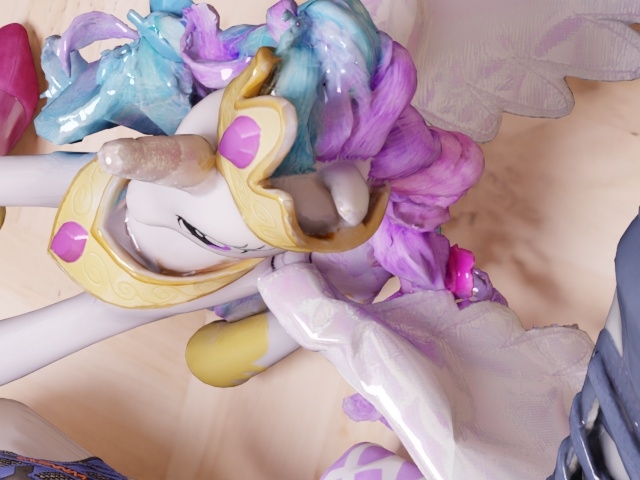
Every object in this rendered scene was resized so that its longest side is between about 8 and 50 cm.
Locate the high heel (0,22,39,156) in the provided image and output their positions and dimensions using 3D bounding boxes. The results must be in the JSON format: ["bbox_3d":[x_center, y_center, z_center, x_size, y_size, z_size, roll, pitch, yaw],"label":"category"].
[{"bbox_3d":[-0.279,-0.058,0.921,0.244,0.082,0.117,-34,39,45],"label":"high heel"}]

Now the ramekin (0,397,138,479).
[{"bbox_3d":[-0.223,0.206,0.737,0.273,0.273,0.127,-31,108,32],"label":"ramekin"}]

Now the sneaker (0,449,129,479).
[{"bbox_3d":[-0.095,0.147,0.641,0.083,0.221,0.087,-52,40,8],"label":"sneaker"}]

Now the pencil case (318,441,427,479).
[{"bbox_3d":[0.082,0.180,0.650,0.206,0.088,0.086,30,70,31],"label":"pencil case"}]

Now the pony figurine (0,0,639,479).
[{"bbox_3d":[0.000,0.000,0.581,0.363,0.351,0.302,-20,75,53],"label":"pony figurine"}]

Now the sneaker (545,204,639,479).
[{"bbox_3d":[0.108,0.112,0.440,0.131,0.319,0.112,-16,44,5],"label":"sneaker"}]
